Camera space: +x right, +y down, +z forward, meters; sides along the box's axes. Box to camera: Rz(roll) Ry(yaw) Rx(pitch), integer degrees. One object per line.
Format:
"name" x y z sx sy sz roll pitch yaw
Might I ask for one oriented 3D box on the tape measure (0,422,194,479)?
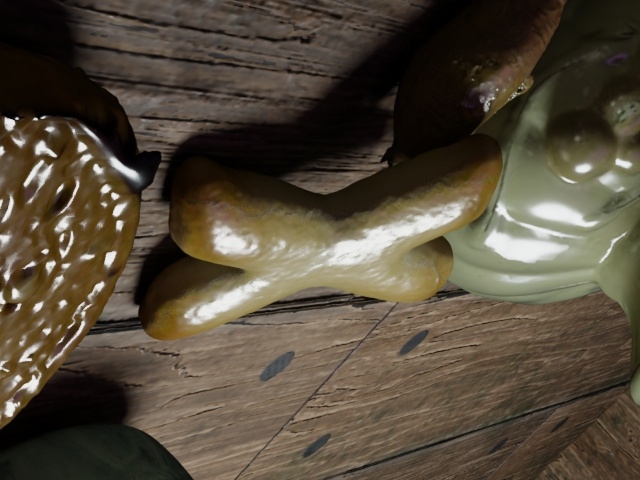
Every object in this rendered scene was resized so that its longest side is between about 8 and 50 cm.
"tape measure" -0.199 0.242 0.997 0.275 0.147 0.256 -27 154 -24

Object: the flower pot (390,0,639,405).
"flower pot" 0.229 -0.040 1.029 0.307 0.244 0.307 -36 160 -16

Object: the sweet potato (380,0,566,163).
"sweet potato" 0.112 -0.126 0.894 0.226 0.068 0.068 -48 159 10

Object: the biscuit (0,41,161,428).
"biscuit" -0.202 0.029 0.638 0.296 0.075 0.296 -37 156 -20

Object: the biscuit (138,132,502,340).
"biscuit" 0.000 0.001 0.901 0.208 0.047 0.164 -8 146 -21
